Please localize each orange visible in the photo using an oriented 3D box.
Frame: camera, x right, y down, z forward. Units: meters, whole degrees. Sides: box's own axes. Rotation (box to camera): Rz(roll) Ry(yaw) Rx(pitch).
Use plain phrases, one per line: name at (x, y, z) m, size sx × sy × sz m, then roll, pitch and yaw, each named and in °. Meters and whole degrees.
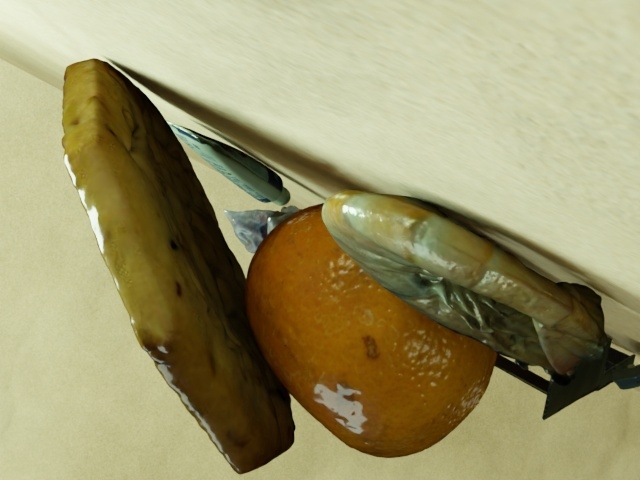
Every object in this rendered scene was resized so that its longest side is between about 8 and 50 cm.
orange at (0.041, 0.060, 0.736) m, size 0.224 × 0.170 × 0.224 m, roll 51°, pitch -179°, yaw -1°

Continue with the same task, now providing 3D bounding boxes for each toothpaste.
toothpaste at (-0.086, -0.077, 0.972) m, size 0.062 × 0.037 × 0.216 m, roll 24°, pitch 176°, yaw 30°

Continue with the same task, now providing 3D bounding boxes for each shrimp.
shrimp at (0.113, 0.031, 0.573) m, size 0.254 × 0.059 × 0.145 m, roll 33°, pitch 167°, yaw -24°

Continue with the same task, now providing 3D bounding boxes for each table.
table at (0.224, 0.103, 0.960) m, size 0.175 × 0.062 × 0.146 m, roll -17°, pitch -147°, yaw -42°

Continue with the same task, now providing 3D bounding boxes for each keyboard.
keyboard at (0.305, 0.127, 0.872) m, size 0.055 × 0.014 × 0.176 m, roll -12°, pitch 165°, yaw 18°

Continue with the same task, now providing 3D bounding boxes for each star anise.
star anise at (-0.001, -0.001, 1.076) m, size 0.230 × 0.081 × 0.262 m, roll 17°, pitch 180°, yaw -19°

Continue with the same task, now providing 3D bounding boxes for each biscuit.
biscuit at (-0.105, 0.018, 0.748) m, size 0.359 × 0.046 × 0.359 m, roll -25°, pitch -90°, yaw -88°
